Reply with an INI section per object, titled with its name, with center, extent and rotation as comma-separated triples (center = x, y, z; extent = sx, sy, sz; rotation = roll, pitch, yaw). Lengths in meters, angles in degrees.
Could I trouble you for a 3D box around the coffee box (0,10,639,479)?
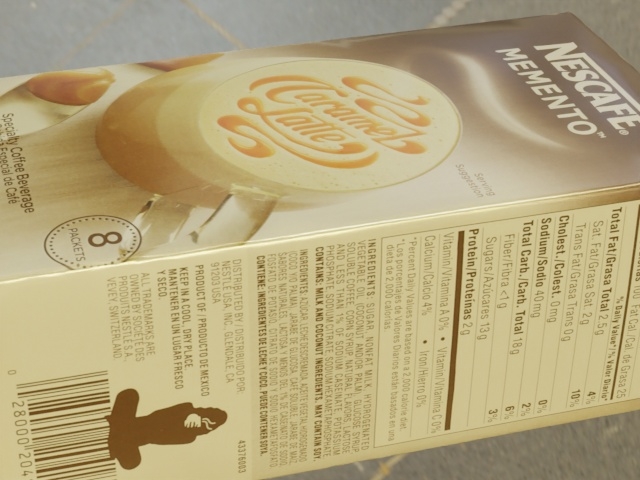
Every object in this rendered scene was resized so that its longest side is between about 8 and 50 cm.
[coffee box]
center = 0.000, 0.000, 0.510
extent = 0.246, 0.098, 0.141
rotation = -9, 33, -15
